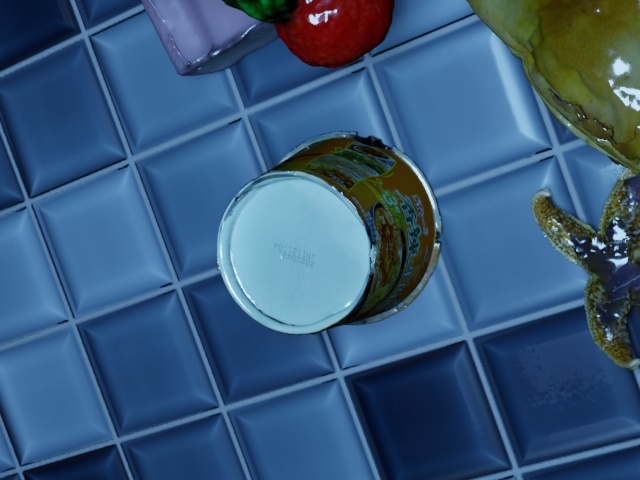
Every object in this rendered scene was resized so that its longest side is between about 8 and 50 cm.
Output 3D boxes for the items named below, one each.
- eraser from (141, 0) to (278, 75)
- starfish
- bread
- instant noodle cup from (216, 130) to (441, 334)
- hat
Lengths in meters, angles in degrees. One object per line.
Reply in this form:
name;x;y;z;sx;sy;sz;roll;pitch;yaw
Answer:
eraser;-0.114;-0.400;1.221;0.272;0.122;0.359;-28;90;20
starfish;0.325;0.017;1.158;0.238;0.071;0.216;28;102;4
bread;0.262;-0.235;1.004;0.277;0.167;0.324;-56;48;38
instant noodle cup;0.000;0.000;1.209;0.230;0.182;0.230;4;100;21
hat;-0.069;-0.296;1.055;0.242;0.274;0.332;-28;117;31
